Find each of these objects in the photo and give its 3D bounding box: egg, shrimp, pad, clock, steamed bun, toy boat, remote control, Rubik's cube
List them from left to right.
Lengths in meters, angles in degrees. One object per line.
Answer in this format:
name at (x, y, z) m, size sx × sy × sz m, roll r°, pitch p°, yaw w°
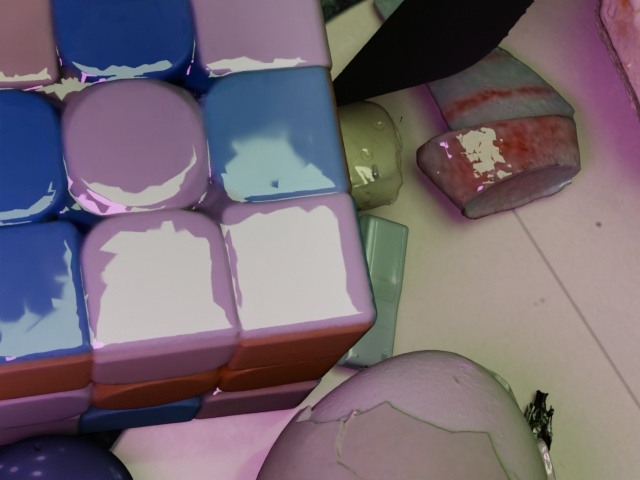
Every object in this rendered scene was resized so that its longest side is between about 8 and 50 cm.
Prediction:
clock at (-0.230, 0.294, 1.188) m, size 0.200 × 0.146 × 0.243 m, roll -9°, pitch 83°, yaw -10°
Rubik's cube at (-0.172, -0.025, 1.188) m, size 0.347 × 0.344 × 0.346 m, roll -7°, pitch 73°, yaw -15°
steamed bun at (0.026, -0.081, 1.376) m, size 0.113 × 0.091 × 0.130 m, roll -5°, pitch 52°, yaw -14°
remote control at (0.057, 0.055, 1.368) m, size 0.061 × 0.029 × 0.162 m, roll 15°, pitch 71°, yaw -25°
egg at (0.073, 0.255, 1.186) m, size 0.278 × 0.278 × 0.336 m, roll 17°, pitch 68°, yaw -6°
toy boat at (0.160, -0.168, 1.451) m, size 0.206 × 0.096 × 0.282 m, roll -20°, pitch 65°, yaw -23°
shrimp at (0.191, 0.221, 1.350) m, size 0.091 × 0.034 × 0.161 m, roll 21°, pitch 71°, yaw -4°
pad at (0.193, -0.242, 1.345) m, size 0.063 × 0.315 × 0.375 m, roll 53°, pitch 55°, yaw -21°

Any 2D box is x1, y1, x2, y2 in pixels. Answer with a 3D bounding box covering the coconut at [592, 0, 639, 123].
coconut at (0.459, -0.258, 1.355) m, size 0.345 × 0.415 × 0.415 m, roll -28°, pitch 81°, yaw -17°
